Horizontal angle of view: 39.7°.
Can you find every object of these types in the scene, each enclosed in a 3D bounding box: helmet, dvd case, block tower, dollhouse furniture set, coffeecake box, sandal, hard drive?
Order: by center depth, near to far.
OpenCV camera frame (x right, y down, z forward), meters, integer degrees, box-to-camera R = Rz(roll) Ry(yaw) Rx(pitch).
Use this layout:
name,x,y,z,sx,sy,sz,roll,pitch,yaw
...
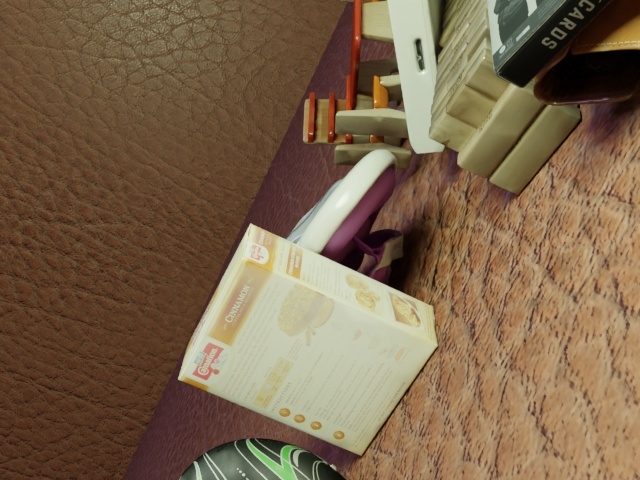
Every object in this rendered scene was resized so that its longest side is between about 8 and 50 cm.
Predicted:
name,x,y,z,sx,sy,sz,roll,pitch,yaw
dvd case,0.171,-0.237,0.582,0.179,0.030,0.238,-47,27,42
helmet,-0.050,0.248,0.745,0.169,0.169,0.161,-64,-7,6
coffeecake box,-0.012,0.092,0.798,0.142,0.186,0.068,-60,12,26
block tower,0.169,-0.194,0.819,0.097,0.091,0.335,-56,14,40
hard drive,0.119,-0.252,0.963,0.307,0.040,0.203,-69,-29,-56
sandal,0.038,0.034,0.966,0.169,0.102,0.416,-53,-8,-22
dollhouse furniture set,0.044,-0.209,1.122,0.259,0.135,0.262,90,-178,-67

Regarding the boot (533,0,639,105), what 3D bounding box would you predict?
name,x,y,z,sx,sy,sz,roll,pitch,yaw
boot,0.208,-0.195,0.651,0.220,0.109,0.283,-71,18,-7

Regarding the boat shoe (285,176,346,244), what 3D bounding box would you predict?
name,x,y,z,sx,sy,sz,roll,pitch,yaw
boat shoe,0.000,0.000,1.302,0.226,0.083,0.076,-49,4,21
